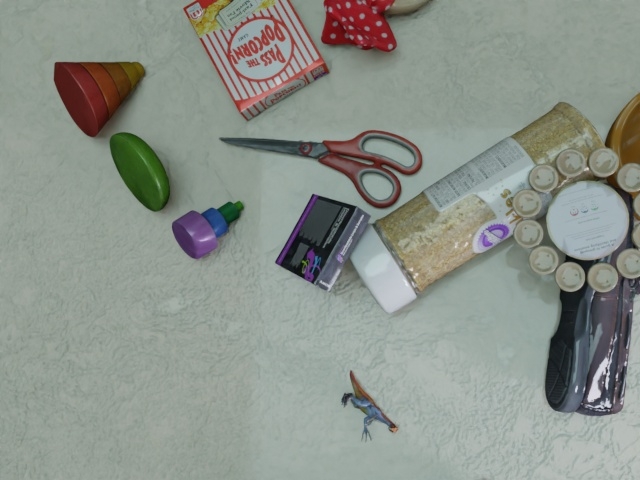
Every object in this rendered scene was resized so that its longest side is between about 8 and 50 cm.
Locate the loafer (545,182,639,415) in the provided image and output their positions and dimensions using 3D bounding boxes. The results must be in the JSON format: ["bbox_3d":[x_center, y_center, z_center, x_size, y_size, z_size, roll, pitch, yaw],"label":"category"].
[{"bbox_3d":[0.371,0.081,1.086,0.095,0.109,0.302,12,90,-7],"label":"loafer"}]

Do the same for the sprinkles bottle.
[{"bbox_3d":[0.206,-0.043,1.111,0.355,0.121,0.121,-33,78,4],"label":"sprinkles bottle"}]

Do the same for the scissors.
[{"bbox_3d":[0.001,-0.139,1.217,0.297,0.021,0.109,23,89,13],"label":"scissors"}]

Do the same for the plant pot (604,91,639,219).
[{"bbox_3d":[0.476,-0.125,1.041,0.205,0.188,0.205,-2,81,10],"label":"plant pot"}]

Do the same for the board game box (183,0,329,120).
[{"bbox_3d":[-0.096,-0.300,1.242,0.147,0.045,0.193,-30,78,4],"label":"board game box"}]

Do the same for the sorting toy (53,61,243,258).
[{"bbox_3d":[-0.243,-0.144,1.234,0.126,0.127,0.365,-35,79,-27],"label":"sorting toy"}]

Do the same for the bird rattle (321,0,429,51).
[{"bbox_3d":[0.087,-0.398,1.189,0.207,0.143,0.253,-15,82,-9],"label":"bird rattle"}]

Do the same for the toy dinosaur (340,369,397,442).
[{"bbox_3d":[0.071,0.230,1.137,0.082,0.047,0.090,17,74,-6],"label":"toy dinosaur"}]

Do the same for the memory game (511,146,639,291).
[{"bbox_3d":[0.330,-0.026,1.027,0.186,0.012,0.186,-1,85,8],"label":"memory game"}]

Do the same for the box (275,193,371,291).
[{"bbox_3d":[0.000,0.000,1.129,0.029,0.162,0.116,30,87,-22],"label":"box"}]
